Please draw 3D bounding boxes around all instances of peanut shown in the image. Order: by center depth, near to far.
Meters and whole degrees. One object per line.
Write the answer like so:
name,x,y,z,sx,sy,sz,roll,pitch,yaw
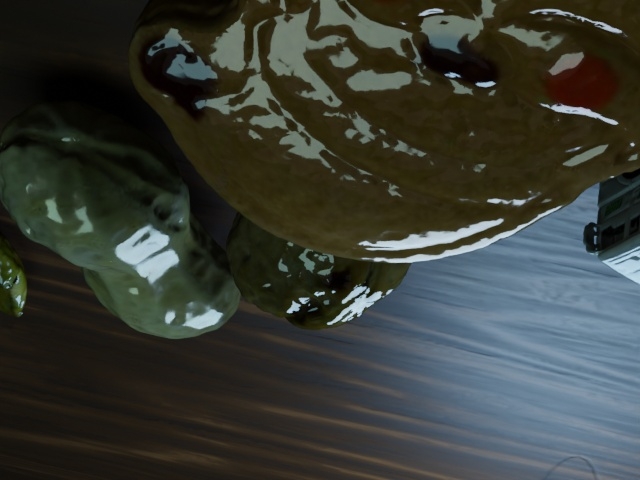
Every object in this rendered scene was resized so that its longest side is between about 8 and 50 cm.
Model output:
peanut,-0.176,-0.010,1.205,0.149,0.149,0.313,-2,143,23

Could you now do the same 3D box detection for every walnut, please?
walnut,0.000,0.000,1.140,0.155,0.155,0.184,26,140,-16

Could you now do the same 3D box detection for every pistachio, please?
pistachio,-0.349,0.020,1.390,0.089,0.049,0.173,24,156,30

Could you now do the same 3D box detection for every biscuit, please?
biscuit,0.093,-0.142,0.873,0.349,0.078,0.455,27,131,-22

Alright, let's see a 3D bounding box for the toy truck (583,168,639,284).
toy truck,0.310,-0.041,0.973,0.101,0.125,0.242,26,148,-20
